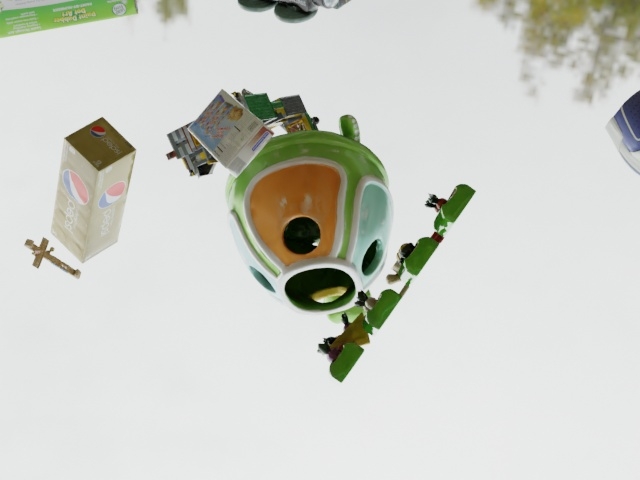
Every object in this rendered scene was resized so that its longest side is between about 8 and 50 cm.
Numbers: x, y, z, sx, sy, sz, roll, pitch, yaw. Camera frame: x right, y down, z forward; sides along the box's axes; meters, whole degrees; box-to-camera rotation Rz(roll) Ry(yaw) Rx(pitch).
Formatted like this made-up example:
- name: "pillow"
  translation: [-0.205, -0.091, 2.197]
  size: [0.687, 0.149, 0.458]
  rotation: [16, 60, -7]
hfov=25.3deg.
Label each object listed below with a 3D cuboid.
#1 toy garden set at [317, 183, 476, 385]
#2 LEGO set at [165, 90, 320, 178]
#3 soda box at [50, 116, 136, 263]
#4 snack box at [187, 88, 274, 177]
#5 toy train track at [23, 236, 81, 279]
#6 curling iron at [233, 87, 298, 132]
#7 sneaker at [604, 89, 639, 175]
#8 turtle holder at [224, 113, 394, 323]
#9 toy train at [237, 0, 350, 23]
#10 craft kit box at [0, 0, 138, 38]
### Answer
- name: "toy garden set"
  translation: [0.072, 0.047, 1.568]
  size: [0.049, 0.244, 0.204]
  rotation: [35, 174, 4]
- name: "LEGO set"
  translation: [-0.125, -0.131, 2.495]
  size: [0.192, 0.255, 0.331]
  rotation: [-24, -173, 23]
- name: "soda box"
  translation: [-0.263, -0.055, 1.646]
  size: [0.061, 0.181, 0.058]
  rotation: [43, -125, 17]
- name: "snack box"
  translation: [-0.103, -0.123, 1.601]
  size: [0.022, 0.064, 0.178]
  rotation: [39, -178, -26]
- name: "toy train track"
  translation: [-0.334, 0.022, 1.797]
  size: [0.083, 0.014, 0.048]
  rotation: [36, -136, -26]
- name: "curling iron"
  translation: [-0.045, -0.214, 2.744]
  size: [0.274, 0.035, 0.068]
  rotation: [31, -173, -4]
- name: "sneaker"
  translation: [0.545, -0.103, 1.872]
  size: [0.315, 0.182, 0.127]
  rotation: [46, -119, 7]
- name: "turtle holder"
  translation: [-0.017, -0.004, 2.047]
  size: [0.243, 0.320, 0.227]
  rotation: [1, -125, -14]
- name: "toy train"
  translation: [-0.074, -0.486, 2.490]
  size: [0.334, 0.142, 0.190]
  rotation: [24, -133, 34]
- name: "craft kit box"
  translation: [-0.439, -0.461, 2.299]
  size: [0.250, 0.246, 0.061]
  rotation: [-10, -147, -3]
